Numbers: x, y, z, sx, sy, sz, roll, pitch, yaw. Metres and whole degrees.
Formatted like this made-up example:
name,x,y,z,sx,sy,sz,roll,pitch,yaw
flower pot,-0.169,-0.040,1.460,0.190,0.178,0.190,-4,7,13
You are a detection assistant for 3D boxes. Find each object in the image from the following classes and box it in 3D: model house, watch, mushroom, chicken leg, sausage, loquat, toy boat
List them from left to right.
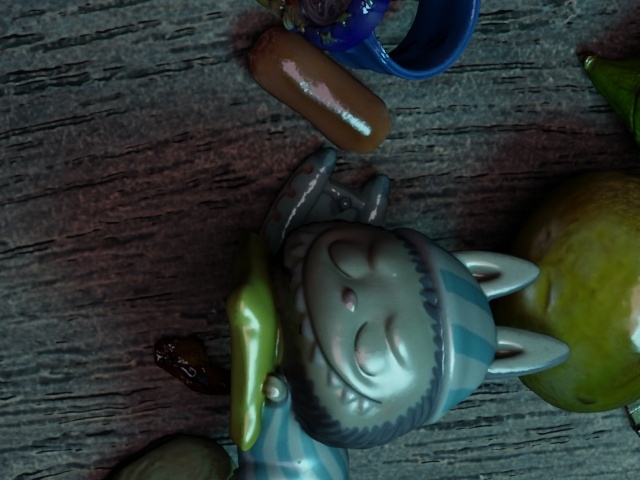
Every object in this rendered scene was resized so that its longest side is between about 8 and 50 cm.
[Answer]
name,x,y,z,sx,sy,sz,roll,pitch,yaw
mushroom,-0.164,0.414,1.934,0.247,0.130,0.344,5,106,-12
chicken leg,-0.133,0.154,1.917,0.145,0.037,0.062,30,84,-19
toy boat,0.000,0.000,1.881,0.134,0.079,0.208,27,96,-24
sausage,0.001,-0.168,1.832,0.194,0.077,0.077,38,94,-20
watch,0.069,-0.276,1.746,0.200,0.171,0.196,10,105,-38
loquat,0.336,0.056,1.901,0.276,0.276,0.284,23,124,-20
model house,0.416,0.206,2.066,0.058,0.057,0.083,-28,110,-1

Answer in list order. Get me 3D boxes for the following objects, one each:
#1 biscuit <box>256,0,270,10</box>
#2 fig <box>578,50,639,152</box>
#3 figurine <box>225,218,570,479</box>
name,x,y,z,sx,sy,sz,roll,pitch,yaw
biscuit,-0.026,-0.361,1.785,0.260,0.041,0.203,40,96,-21
fig,0.416,-0.156,1.913,0.235,0.203,0.203,10,106,13
figurine,0.083,0.158,1.756,0.377,0.266,0.361,2,122,0
